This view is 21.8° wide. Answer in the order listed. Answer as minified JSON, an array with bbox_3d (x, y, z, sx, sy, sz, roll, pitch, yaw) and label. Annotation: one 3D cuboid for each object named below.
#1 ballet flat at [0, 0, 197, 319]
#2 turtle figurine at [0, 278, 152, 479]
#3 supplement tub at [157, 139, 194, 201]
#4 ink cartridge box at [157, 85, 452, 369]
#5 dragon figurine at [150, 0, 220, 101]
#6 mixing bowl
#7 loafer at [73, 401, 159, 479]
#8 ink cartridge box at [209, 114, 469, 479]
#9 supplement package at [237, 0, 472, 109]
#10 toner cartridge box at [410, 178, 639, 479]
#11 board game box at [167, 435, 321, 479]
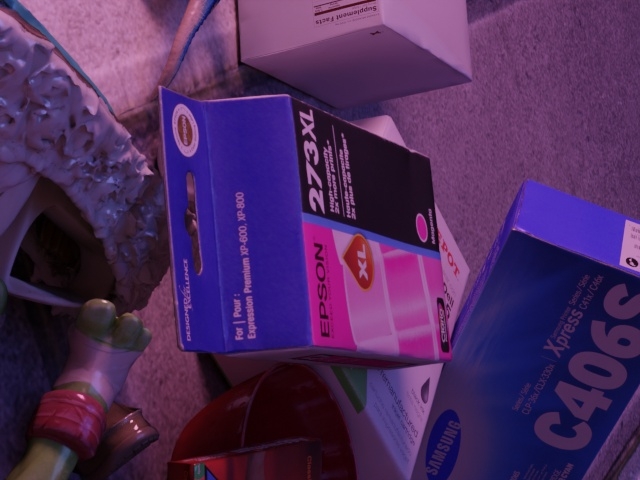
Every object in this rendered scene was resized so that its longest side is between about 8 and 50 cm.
[{"bbox_3d":[-0.182,-0.038,1.024,0.409,0.147,0.147,52,36,-64],"label":"ballet flat"},{"bbox_3d":[-0.195,0.130,0.922,0.274,0.198,0.266,56,36,-44],"label":"turtle figurine"},{"bbox_3d":[-0.079,-0.073,1.353,0.107,0.071,0.071,-24,102,-61],"label":"supplement tub"},{"bbox_3d":[0.000,0.000,1.206,0.371,0.069,0.175,12,70,-64],"label":"ink cartridge box"},{"bbox_3d":[-0.082,-0.244,1.390,0.144,0.085,0.289,26,56,-57],"label":"dragon figurine"},{"bbox_3d":[-0.053,0.189,1.277,0.181,0.098,0.181,31,54,-54],"label":"mixing bowl"},{"bbox_3d":[-0.151,0.127,1.101,0.056,0.148,0.050,-37,97,-24],"label":"loafer"},{"bbox_3d":[0.022,0.052,1.449,0.198,0.115,0.272,61,33,-32],"label":"ink cartridge box"},{"bbox_3d":[0.030,-0.251,1.535,0.194,0.149,0.203,20,63,-59],"label":"supplement package"},{"bbox_3d":[0.196,0.117,1.506,0.075,0.165,0.347,-67,178,-48],"label":"toner cartridge box"},{"bbox_3d":[-0.050,0.283,1.146,0.145,0.027,0.281,-2,93,-56],"label":"board game box"}]
